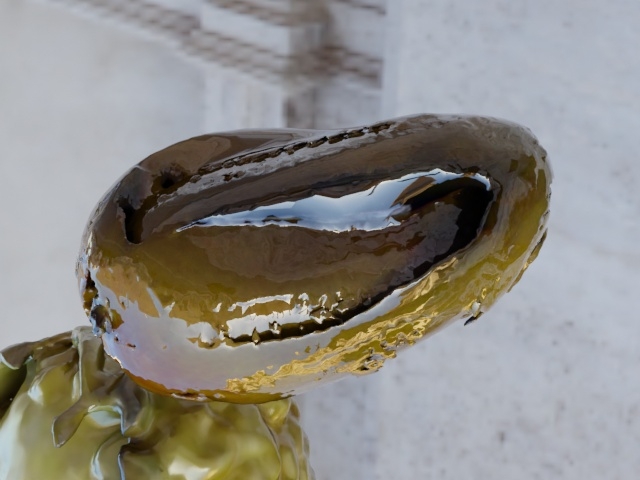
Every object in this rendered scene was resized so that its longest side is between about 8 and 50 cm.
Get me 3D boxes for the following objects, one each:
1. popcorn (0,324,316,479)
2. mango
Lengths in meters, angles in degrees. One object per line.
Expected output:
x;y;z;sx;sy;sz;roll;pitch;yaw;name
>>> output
-0.117;0.158;1.009;0.190;0.250;0.250;-2;-160;-39;popcorn
0.000;0.000;0.870;0.249;0.151;0.156;-21;-126;-1;mango
